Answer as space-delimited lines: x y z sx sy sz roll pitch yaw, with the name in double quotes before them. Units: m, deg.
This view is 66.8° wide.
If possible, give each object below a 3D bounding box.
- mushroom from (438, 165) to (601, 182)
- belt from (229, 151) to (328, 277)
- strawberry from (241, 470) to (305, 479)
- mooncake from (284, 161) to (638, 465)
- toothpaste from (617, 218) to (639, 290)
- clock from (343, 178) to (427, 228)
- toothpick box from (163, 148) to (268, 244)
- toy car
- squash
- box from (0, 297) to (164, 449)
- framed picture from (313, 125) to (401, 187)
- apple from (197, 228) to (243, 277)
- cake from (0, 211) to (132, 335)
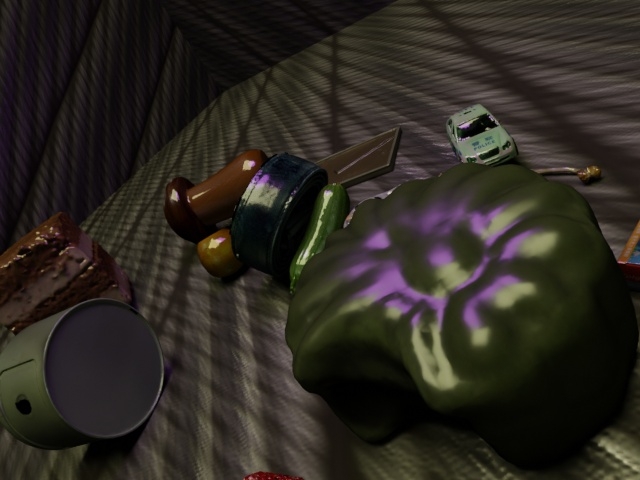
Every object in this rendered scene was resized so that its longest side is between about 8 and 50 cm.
"mushroom" 0.305 -0.106 0.784 0.286 0.028 0.026 11 94 56
"belt" -0.063 -0.055 0.920 0.116 0.206 0.267 22 46 14
"strawberry" -0.054 0.284 0.512 0.096 0.083 0.083 -30 27 -4
"mooncake" 0.138 0.060 0.531 0.351 0.187 0.351 -29 26 16
"toothpaste" 0.395 -0.025 0.523 0.193 0.044 0.070 -48 31 -22
"clock" 0.115 -0.023 0.795 0.176 0.080 0.117 -23 29 22
"toothpick box" -0.253 -0.109 1.246 0.294 0.192 0.192 -24 29 7
"toy car" 0.277 -0.190 0.864 0.090 0.076 0.224 -21 24 15
"squash" 0.000 0.000 0.856 0.068 0.077 0.219 15 72 22
"box" -0.402 0.227 0.824 0.149 0.226 0.226 -22 30 26
"framed picture" 0.065 -0.179 1.168 0.265 0.018 0.192 -18 32 31
"apple" -0.211 0.027 1.067 0.102 0.099 0.114 -33 3 2
"cake" -0.662 0.113 1.229 0.255 0.290 0.282 -39 27 -10
